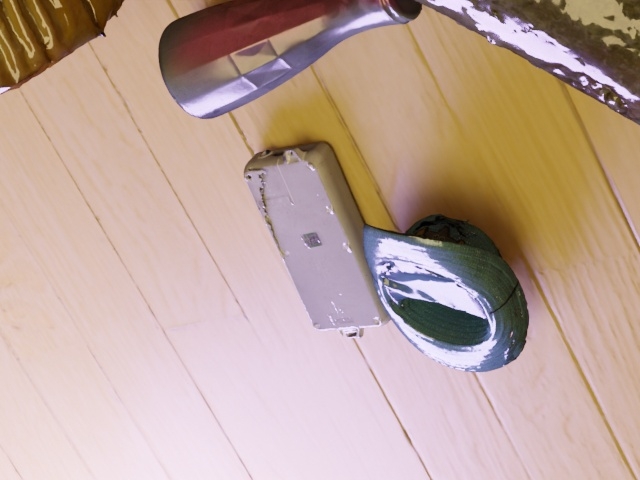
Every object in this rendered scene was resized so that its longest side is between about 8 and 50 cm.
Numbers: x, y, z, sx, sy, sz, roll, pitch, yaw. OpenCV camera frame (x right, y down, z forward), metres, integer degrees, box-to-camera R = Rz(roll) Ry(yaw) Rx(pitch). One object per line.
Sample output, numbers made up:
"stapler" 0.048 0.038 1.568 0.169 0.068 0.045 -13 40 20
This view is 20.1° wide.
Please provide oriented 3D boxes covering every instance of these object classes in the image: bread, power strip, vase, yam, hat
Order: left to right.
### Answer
"bread" -0.283 -0.200 1.444 0.253 0.227 0.142 -10 115 42
"vase" -0.022 -0.166 1.427 0.214 0.086 0.086 -18 113 33
"power strip" 0.000 0.000 1.565 0.081 0.035 0.192 -7 119 34
"hat" 0.108 0.028 1.502 0.138 0.078 0.191 16 149 29
"yam" 0.145 -0.215 1.242 0.304 0.168 0.168 29 133 5
